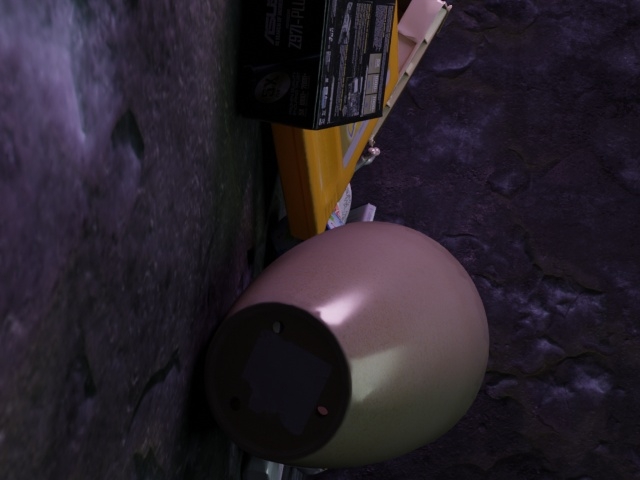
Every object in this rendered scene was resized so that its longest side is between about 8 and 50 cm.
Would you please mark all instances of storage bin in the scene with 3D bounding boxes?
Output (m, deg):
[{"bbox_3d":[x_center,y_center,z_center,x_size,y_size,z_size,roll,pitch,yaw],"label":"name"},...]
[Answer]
[{"bbox_3d":[0.100,-0.302,1.394,0.262,0.123,0.260,-59,179,7],"label":"storage bin"}]

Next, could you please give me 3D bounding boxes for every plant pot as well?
[{"bbox_3d":[0.011,0.107,0.756,0.274,0.256,0.257,0,97,-71],"label":"plant pot"}]

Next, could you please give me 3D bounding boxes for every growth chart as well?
[{"bbox_3d":[0.038,-0.115,1.463,0.021,0.172,0.237,55,11,-2],"label":"growth chart"}]

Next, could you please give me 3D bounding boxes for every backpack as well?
[{"bbox_3d":[-0.009,0.004,1.042,0.105,0.084,0.114,59,19,7],"label":"backpack"}]

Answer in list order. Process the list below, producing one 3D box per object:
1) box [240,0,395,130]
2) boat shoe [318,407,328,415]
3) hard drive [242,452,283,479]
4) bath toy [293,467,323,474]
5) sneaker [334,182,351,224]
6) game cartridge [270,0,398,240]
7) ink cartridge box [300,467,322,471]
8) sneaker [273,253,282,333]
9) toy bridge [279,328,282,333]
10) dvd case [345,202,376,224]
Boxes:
[{"bbox_3d":[0.004,-0.198,0.719,0.147,0.077,0.180,-26,126,-59],"label":"box"},{"bbox_3d":[-0.011,0.236,1.043,0.257,0.095,0.095,39,45,-62],"label":"boat shoe"},{"bbox_3d":[-0.065,0.249,1.189,0.203,0.040,0.308,93,5,-46],"label":"hard drive"},{"bbox_3d":[0.003,0.453,2.042,0.151,0.129,0.348,-77,174,-64],"label":"bath toy"},{"bbox_3d":[0.001,0.001,1.329,0.145,0.090,0.270,-89,-175,-45],"label":"sneaker"},{"bbox_3d":[0.025,-0.206,0.960,0.285,0.052,0.324,82,25,-48],"label":"game cartridge"},{"bbox_3d":[-0.031,0.431,1.733,0.122,0.088,0.052,-76,175,-63],"label":"ink cartridge box"},{"bbox_3d":[-0.024,0.065,1.127,0.058,0.084,0.152,1,96,-87],"label":"sneaker"},{"bbox_3d":[-0.024,0.127,1.087,0.026,0.063,0.188,-43,127,-71],"label":"toy bridge"},{"bbox_3d":[0.019,0.064,1.463,0.180,0.022,0.253,-18,-127,61],"label":"dvd case"}]
